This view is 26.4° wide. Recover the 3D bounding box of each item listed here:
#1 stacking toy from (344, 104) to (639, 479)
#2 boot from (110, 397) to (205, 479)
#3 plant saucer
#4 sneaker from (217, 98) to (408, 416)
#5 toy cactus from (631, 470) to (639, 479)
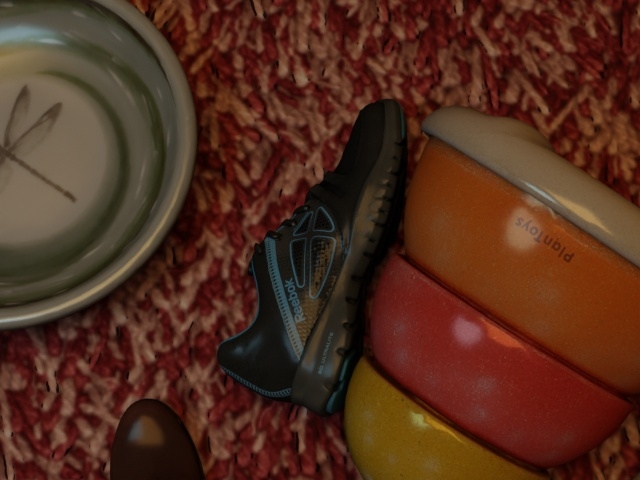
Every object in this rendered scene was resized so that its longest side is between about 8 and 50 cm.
[{"bbox_3d":[0.132,0.145,1.284,0.350,0.350,0.480,35,94,13],"label":"stacking toy"},{"bbox_3d":[-0.168,0.251,1.230,0.096,0.280,0.264,1,72,3],"label":"boot"},{"bbox_3d":[-0.323,-0.089,1.442,0.400,0.100,0.400,-1,72,3],"label":"plant saucer"},{"bbox_3d":[0.000,0.000,1.388,0.139,0.125,0.341,14,71,12],"label":"sneaker"},{"bbox_3d":[0.370,0.212,1.324,0.180,0.112,0.219,-40,83,0],"label":"toy cactus"}]
